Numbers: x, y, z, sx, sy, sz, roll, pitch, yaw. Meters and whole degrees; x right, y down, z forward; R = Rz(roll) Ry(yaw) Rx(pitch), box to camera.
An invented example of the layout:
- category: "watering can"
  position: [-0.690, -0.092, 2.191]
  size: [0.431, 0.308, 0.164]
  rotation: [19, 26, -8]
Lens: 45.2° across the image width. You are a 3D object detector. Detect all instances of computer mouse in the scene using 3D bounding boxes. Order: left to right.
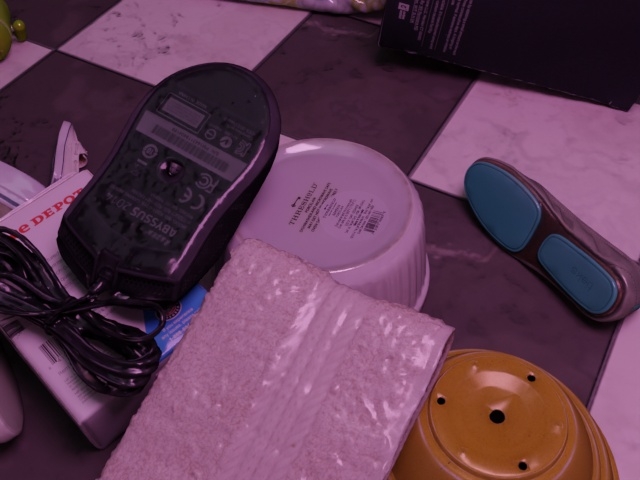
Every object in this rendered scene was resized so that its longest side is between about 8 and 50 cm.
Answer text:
- category: "computer mouse"
  position: [-0.135, -0.026, 0.617]
  size: [0.188, 0.072, 0.272]
  rotation: [33, 74, 13]

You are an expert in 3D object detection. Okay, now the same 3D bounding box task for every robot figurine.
- category: "robot figurine"
  position: [-0.425, -0.270, 0.969]
  size: [0.101, 0.067, 0.115]
  rotation: [-7, 49, -17]

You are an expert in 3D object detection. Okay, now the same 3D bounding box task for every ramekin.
- category: "ramekin"
  position: [0.000, 0.000, 0.699]
  size: [0.207, 0.109, 0.207]
  rotation: [0, 48, 0]

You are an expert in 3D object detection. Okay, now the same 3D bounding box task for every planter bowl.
- category: "planter bowl"
  position: [0.127, 0.151, 0.577]
  size: [0.217, 0.090, 0.217]
  rotation: [0, 48, 0]

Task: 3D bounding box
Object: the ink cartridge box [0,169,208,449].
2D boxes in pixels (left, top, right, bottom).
- category: "ink cartridge box"
  position: [-0.192, 0.053, 0.647]
  size: [0.139, 0.082, 0.190]
  rotation: [-39, 67, -23]

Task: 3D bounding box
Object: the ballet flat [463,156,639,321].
- category: "ballet flat"
  position: [0.223, -0.003, 0.740]
  size: [0.068, 0.072, 0.213]
  rotation: [-4, 43, -41]

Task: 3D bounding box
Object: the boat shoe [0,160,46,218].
- category: "boat shoe"
  position: [-0.403, -0.057, 0.757]
  size: [0.302, 0.109, 0.094]
  rotation: [20, 54, 14]

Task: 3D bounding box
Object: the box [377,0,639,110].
- category: "box"
  position: [0.265, -0.373, 0.908]
  size: [0.312, 0.179, 0.343]
  rotation: [15, 64, 3]

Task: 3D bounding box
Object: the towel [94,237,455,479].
- category: "towel"
  position: [-0.047, 0.147, 0.544]
  size: [0.187, 0.049, 0.282]
  rotation: [24, 77, 18]

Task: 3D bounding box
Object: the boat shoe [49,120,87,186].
- category: "boat shoe"
  position: [-0.272, -0.091, 0.836]
  size: [0.035, 0.035, 0.100]
  rotation: [14, 39, -24]

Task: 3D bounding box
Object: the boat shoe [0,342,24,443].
- category: "boat shoe"
  position: [-0.319, 0.096, 0.646]
  size: [0.081, 0.079, 0.227]
  rotation: [-33, 51, -14]

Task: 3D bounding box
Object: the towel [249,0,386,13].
- category: "towel"
  position: [-0.051, -0.456, 1.122]
  size: [0.374, 0.090, 0.321]
  rotation: [10, 52, 9]
